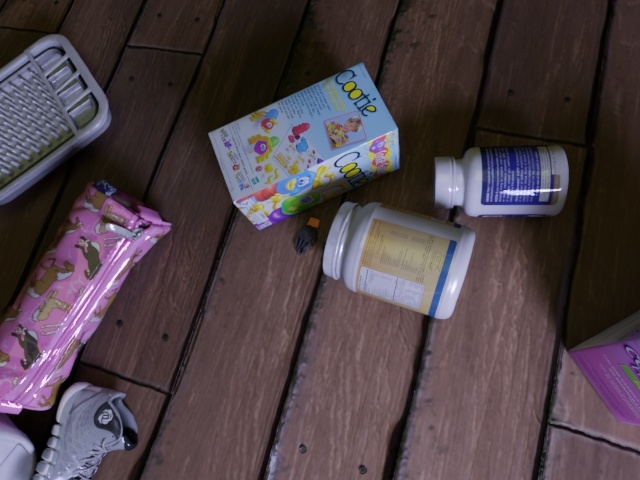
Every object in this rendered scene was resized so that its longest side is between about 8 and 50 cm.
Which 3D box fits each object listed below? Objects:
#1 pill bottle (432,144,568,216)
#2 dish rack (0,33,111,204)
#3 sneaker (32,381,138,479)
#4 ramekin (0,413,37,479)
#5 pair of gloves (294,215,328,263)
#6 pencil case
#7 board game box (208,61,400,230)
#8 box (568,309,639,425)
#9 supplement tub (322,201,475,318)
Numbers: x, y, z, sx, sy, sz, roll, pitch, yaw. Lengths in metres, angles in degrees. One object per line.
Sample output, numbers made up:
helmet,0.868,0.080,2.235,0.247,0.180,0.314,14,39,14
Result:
pill bottle,0.275,-0.092,0.743,0.187,0.112,0.111,1,73,10
dish rack,-0.601,-0.243,0.977,0.333,0.072,0.285,-37,71,-2
sneaker,-0.360,0.345,0.741,0.132,0.086,0.228,2,72,9
ramekin,-0.587,0.346,0.696,0.127,0.273,0.273,37,82,32
pair of gloves,0.000,0.000,0.819,0.083,0.010,0.074,20,78,17
pencil case,-0.417,0.089,0.791,0.160,0.167,0.386,31,81,1
board game box,-0.021,-0.151,0.801,0.275,0.142,0.144,-23,70,3
box,0.464,0.124,0.570,0.214,0.243,0.117,-30,70,0
supplement tub,0.118,0.024,0.718,0.200,0.144,0.144,17,77,15
